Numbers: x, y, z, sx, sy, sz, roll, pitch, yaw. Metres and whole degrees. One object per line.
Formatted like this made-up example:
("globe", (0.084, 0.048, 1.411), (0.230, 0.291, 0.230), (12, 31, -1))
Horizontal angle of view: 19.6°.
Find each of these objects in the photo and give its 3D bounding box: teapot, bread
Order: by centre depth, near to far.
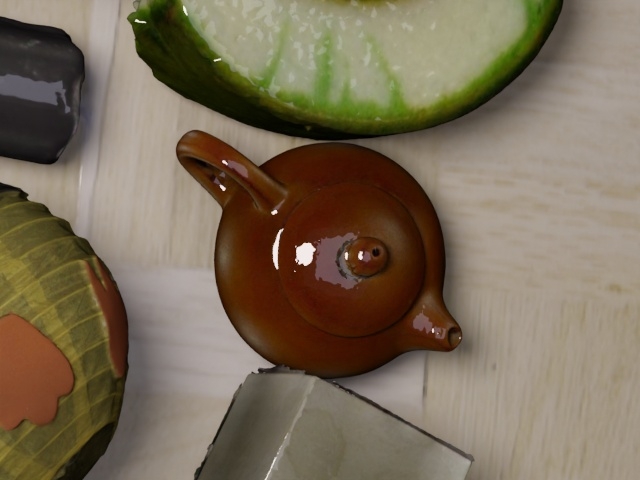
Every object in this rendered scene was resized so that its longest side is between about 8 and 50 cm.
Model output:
("teapot", (0.000, 0.000, 1.361), (0.252, 0.135, 0.178), (39, 73, -14))
("bread", (0.012, -0.254, 1.375), (0.382, 0.129, 0.366), (-38, 104, -17))

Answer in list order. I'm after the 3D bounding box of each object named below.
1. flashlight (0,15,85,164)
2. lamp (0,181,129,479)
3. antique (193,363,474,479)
("flashlight", (-0.374, -0.133, 1.264), (0.424, 0.103, 0.103), (10, 85, -16))
("lamp", (-0.262, 0.064, 1.222), (0.284, 0.250, 0.250), (40, 75, 12))
("antique", (-0.002, 0.185, 1.343), (0.146, 0.152, 0.148), (29, 77, -17))
